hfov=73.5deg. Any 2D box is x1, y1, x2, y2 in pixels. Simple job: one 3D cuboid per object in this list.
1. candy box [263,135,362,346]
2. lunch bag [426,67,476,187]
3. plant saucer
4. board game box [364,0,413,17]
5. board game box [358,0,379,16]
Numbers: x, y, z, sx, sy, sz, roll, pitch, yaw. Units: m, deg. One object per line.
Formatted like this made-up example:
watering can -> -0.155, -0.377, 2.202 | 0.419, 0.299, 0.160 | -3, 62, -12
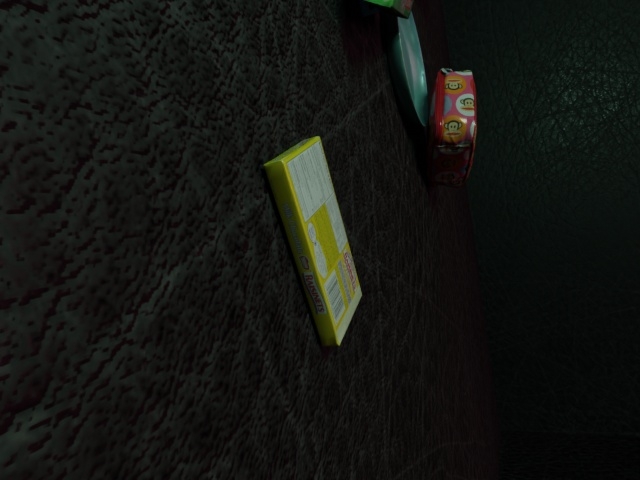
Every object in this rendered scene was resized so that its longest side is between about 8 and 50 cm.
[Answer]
candy box -> 0.000, 0.000, 0.465 | 0.105, 0.027, 0.206 | -55, 133, -60
lunch bag -> 0.354, -0.311, 1.170 | 0.293, 0.120, 0.258 | 69, 27, -64
plant saucer -> 0.214, -0.438, 1.061 | 0.317, 0.043, 0.318 | -8, 90, -67
board game box -> 0.144, -0.490, 0.700 | 0.317, 0.046, 0.214 | -57, 164, -62
board game box -> 0.083, -0.545, 0.801 | 0.160, 0.039, 0.211 | -62, 137, -52
